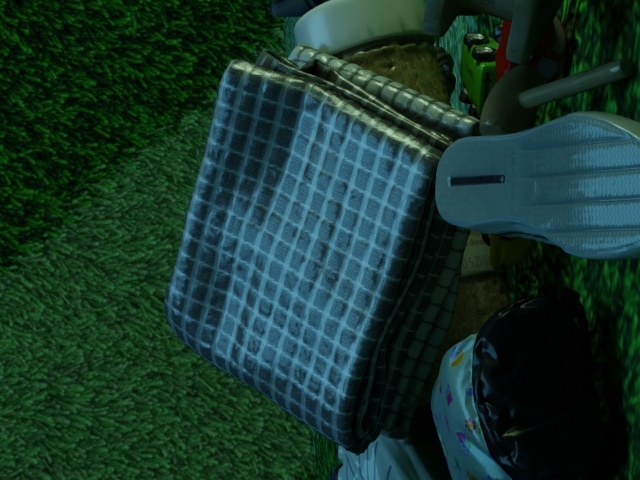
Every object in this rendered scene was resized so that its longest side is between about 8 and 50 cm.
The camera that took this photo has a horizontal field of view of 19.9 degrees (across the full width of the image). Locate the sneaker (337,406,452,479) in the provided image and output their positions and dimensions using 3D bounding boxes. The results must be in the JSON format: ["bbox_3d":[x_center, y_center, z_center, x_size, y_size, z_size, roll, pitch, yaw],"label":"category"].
[{"bbox_3d":[0.060,0.218,1.606,0.111,0.129,0.297,16,-140,-59],"label":"sneaker"}]

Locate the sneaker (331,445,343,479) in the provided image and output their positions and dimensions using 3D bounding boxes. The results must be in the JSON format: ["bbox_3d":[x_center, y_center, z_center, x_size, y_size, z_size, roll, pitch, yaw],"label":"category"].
[{"bbox_3d":[0.076,0.291,2.003,0.283,0.124,0.107,-103,13,-62],"label":"sneaker"}]

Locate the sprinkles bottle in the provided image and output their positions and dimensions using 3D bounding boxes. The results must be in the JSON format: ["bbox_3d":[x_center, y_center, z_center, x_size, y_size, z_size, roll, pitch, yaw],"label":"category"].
[{"bbox_3d":[0.079,-0.038,1.588,0.121,0.121,0.355,118,137,-78],"label":"sprinkles bottle"}]

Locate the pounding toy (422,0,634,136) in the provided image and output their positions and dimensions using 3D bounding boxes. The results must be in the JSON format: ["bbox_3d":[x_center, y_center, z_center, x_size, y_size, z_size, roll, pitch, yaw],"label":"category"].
[{"bbox_3d":[0.167,-0.200,1.272,0.269,0.155,0.154,93,-160,-54],"label":"pounding toy"}]

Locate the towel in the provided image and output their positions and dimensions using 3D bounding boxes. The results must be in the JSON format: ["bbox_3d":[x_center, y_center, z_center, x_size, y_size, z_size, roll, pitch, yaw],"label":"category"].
[{"bbox_3d":[0.000,0.000,1.499,0.235,0.121,0.283,30,114,36],"label":"towel"}]

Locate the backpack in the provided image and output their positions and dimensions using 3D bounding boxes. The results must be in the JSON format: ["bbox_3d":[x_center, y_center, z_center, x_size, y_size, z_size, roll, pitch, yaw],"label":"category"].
[{"bbox_3d":[0.147,0.127,1.360,0.182,0.115,0.152,100,165,-73],"label":"backpack"}]

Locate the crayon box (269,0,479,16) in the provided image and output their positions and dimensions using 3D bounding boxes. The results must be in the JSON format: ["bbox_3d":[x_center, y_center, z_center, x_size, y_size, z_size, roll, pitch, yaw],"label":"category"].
[{"bbox_3d":[0.056,-0.365,1.687,0.083,0.203,0.323,-100,11,-55],"label":"crayon box"}]

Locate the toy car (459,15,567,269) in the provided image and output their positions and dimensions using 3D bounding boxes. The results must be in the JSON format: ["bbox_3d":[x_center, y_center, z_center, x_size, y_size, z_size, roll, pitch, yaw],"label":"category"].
[{"bbox_3d":[0.157,-0.118,1.509,0.225,0.053,0.239,-103,14,-65],"label":"toy car"}]

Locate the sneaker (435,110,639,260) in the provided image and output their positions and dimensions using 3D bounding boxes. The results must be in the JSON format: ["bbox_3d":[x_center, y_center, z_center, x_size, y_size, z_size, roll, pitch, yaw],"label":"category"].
[{"bbox_3d":[0.177,-0.038,1.198,0.258,0.091,0.094,14,101,62],"label":"sneaker"}]

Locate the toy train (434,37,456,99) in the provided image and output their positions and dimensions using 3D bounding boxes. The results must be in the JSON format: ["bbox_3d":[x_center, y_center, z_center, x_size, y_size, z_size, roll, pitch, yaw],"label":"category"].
[{"bbox_3d":[0.119,-0.076,1.698,0.143,0.105,0.248,-139,48,-68],"label":"toy train"}]
